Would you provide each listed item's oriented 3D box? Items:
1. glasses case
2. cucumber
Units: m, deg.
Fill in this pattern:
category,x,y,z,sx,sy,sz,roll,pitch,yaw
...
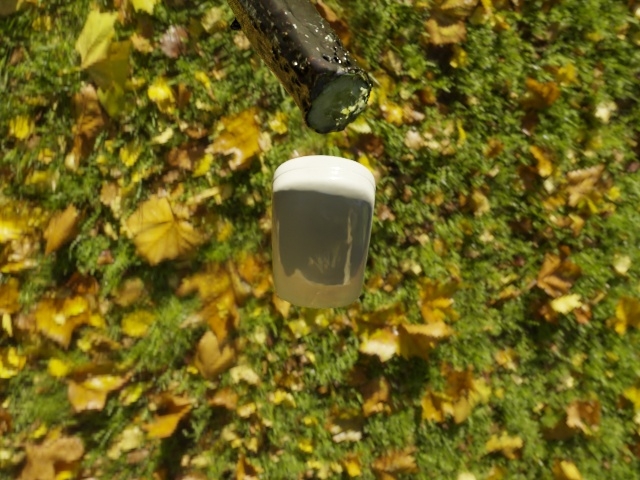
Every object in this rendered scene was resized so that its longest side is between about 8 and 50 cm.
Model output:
category,x,y,z,sx,sy,sz,roll,pitch,yaw
glasses case,0.000,0.000,0.676,0.074,0.049,0.193,2,149,0
cucumber,-0.028,-0.112,0.422,0.043,0.163,0.039,19,119,-46
